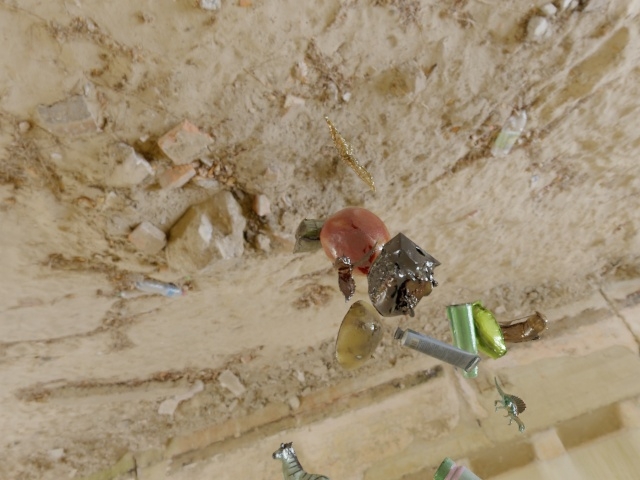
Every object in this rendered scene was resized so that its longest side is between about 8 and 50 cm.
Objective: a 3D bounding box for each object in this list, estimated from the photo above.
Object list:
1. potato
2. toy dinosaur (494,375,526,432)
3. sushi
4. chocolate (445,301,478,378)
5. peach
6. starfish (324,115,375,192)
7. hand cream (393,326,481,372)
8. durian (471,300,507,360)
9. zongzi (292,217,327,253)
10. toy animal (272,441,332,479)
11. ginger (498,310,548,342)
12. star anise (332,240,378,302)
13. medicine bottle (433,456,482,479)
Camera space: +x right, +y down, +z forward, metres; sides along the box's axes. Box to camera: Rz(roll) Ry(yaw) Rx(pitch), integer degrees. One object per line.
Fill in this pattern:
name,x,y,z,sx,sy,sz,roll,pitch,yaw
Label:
potato,0.187,0.401,1.821,0.116,0.298,0.239,6,148,41
toy dinosaur,0.682,0.586,1.581,0.107,0.187,0.044,4,137,16
sushi,0.269,0.148,1.501,0.216,0.212,0.227,35,124,-20
chocolate,0.572,0.396,1.752,0.110,0.290,0.110,-6,171,-1
peach,0.157,0.011,1.872,0.308,0.332,0.307,-12,123,-19
starfish,0.098,-0.312,1.596,0.060,0.299,0.302,-32,133,13
hand cream,0.345,0.329,1.322,0.256,0.055,0.088,22,129,5
durian,0.677,0.374,1.833,0.139,0.250,0.101,-7,148,-29
zongzi,0.000,0.000,2.239,0.287,0.138,0.300,1,151,-15
toy animal,-0.041,0.664,1.208,0.217,0.175,0.073,14,139,2
ginger,0.850,0.389,1.938,0.309,0.133,0.107,-22,-168,41
star anise,0.111,0.085,1.328,0.145,0.158,0.140,-8,110,2
medicine bottle,0.584,0.983,1.723,0.133,0.274,0.133,-35,142,-33
